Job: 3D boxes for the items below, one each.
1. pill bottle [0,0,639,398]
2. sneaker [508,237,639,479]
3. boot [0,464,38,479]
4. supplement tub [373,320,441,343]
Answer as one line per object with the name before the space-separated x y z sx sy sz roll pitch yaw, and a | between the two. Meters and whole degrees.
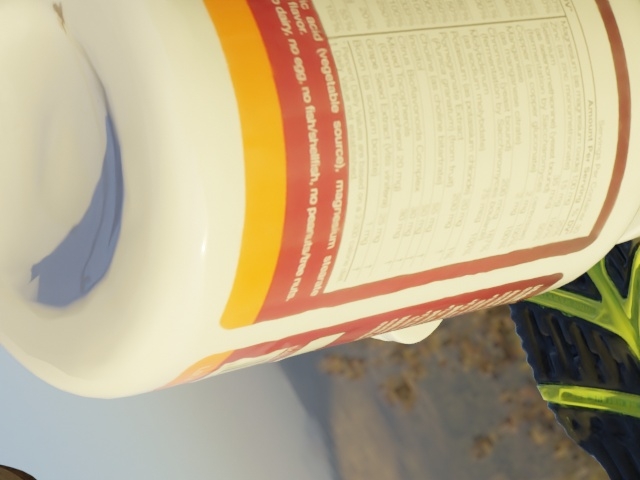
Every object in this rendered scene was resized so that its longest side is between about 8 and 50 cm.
pill bottle | 0.015 -0.036 0.482 0.121 0.221 0.121 14 109 47
sneaker | 0.223 0.127 0.862 0.145 0.147 0.385 -44 55 51
boot | -0.098 0.046 0.322 0.087 0.042 0.118 21 -163 -46
supplement tub | 0.000 0.000 0.753 0.107 0.071 0.071 14 147 31
